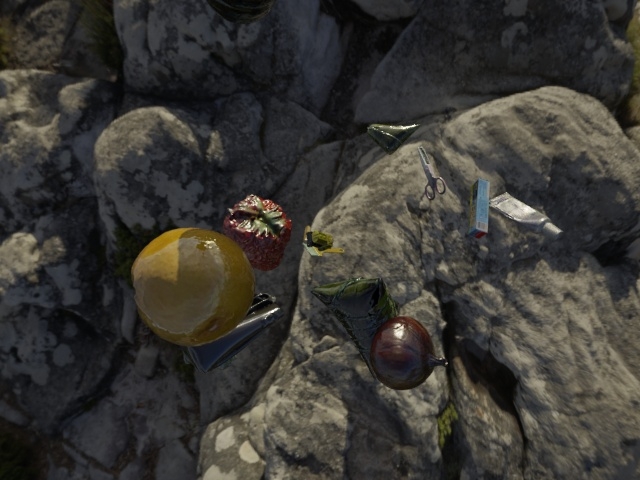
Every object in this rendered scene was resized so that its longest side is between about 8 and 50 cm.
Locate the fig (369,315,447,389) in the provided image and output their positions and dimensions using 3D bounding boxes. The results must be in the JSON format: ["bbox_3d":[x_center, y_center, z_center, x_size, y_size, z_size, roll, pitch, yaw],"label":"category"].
[{"bbox_3d":[0.267,0.359,1.287,0.214,0.235,0.234,-13,69,61],"label":"fig"}]

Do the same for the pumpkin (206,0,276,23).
[{"bbox_3d":[-0.105,-0.416,0.573,0.140,0.202,0.201,8,80,-20],"label":"pumpkin"}]

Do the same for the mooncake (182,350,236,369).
[{"bbox_3d":[-0.487,0.408,1.660,0.250,0.136,0.254,-3,105,34],"label":"mooncake"}]

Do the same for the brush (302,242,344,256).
[{"bbox_3d":[0.023,0.042,1.708,0.083,0.205,0.011,51,125,39],"label":"brush"}]

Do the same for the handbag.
[{"bbox_3d":[-0.249,0.215,1.068,0.257,0.285,0.113,-27,102,-23],"label":"handbag"}]

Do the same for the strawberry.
[{"bbox_3d":[-0.231,-0.018,1.477,0.261,0.261,0.257,55,137,22],"label":"strawberry"}]

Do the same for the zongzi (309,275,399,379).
[{"bbox_3d":[0.180,0.338,1.599,0.319,0.383,0.362,-14,52,39],"label":"zongzi"}]

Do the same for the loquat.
[{"bbox_3d":[-0.210,0.075,0.687,0.208,0.208,0.207,-5,77,22],"label":"loquat"}]

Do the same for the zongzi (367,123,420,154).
[{"bbox_3d":[0.195,-0.304,1.098,0.113,0.052,0.104,-44,71,10],"label":"zongzi"}]

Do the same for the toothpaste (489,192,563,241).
[{"bbox_3d":[0.735,-0.087,1.451,0.282,0.099,0.068,48,125,45],"label":"toothpaste"}]

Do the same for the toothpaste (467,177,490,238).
[{"bbox_3d":[0.505,-0.101,1.302,0.044,0.070,0.193,17,65,-6],"label":"toothpaste"}]

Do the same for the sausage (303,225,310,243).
[{"bbox_3d":[-0.051,-0.025,1.565,0.024,0.132,0.024,1,118,2],"label":"sausage"}]

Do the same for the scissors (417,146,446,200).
[{"bbox_3d":[0.342,-0.217,1.274,0.085,0.022,0.176,-37,65,57],"label":"scissors"}]

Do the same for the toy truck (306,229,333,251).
[{"bbox_3d":[0.000,0.000,1.253,0.054,0.083,0.049,-21,63,38],"label":"toy truck"}]
